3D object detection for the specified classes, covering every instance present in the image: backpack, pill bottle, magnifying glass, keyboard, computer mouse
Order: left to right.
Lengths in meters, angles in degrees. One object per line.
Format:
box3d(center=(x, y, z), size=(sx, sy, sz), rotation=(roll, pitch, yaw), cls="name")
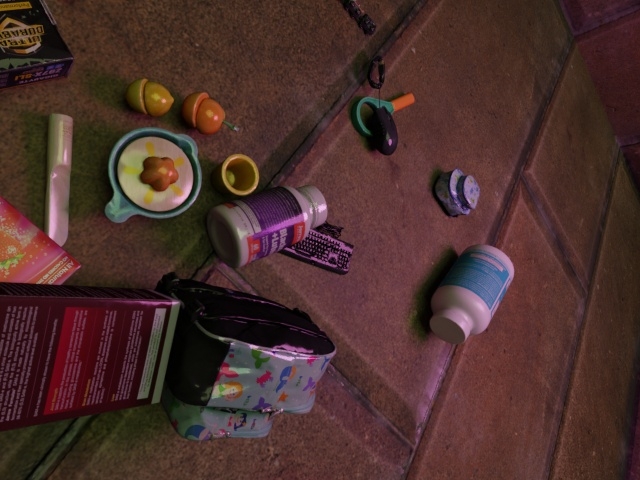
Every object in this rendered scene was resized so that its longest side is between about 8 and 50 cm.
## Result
box3d(center=(-0.114, 0.167, 0.631), size=(0.254, 0.225, 0.190), rotation=(12, 98, -41), cls="backpack")
box3d(center=(-0.086, -0.034, 0.744), size=(0.194, 0.108, 0.108), rotation=(-24, 99, -35), cls="pill bottle")
box3d(center=(0.000, 0.000, 0.866), size=(0.192, 0.038, 0.100), rotation=(21, 70, -37), cls="keyboard")
box3d(center=(0.150, -0.318, 1.003), size=(0.071, 0.041, 0.241), rotation=(-3, 86, -38), cls="computer mouse")
box3d(center=(0.158, -0.319, 1.049), size=(0.231, 0.026, 0.092), rotation=(-34, 106, -38), cls="magnifying glass")
box3d(center=(0.373, -0.135, 1.164), size=(0.114, 0.084, 0.105), rotation=(44, 57, -24), cls="backpack")
box3d(center=(0.376, 0.137, 1.088), size=(0.264, 0.146, 0.146), rotation=(-44, 111, -35), cls="pill bottle")

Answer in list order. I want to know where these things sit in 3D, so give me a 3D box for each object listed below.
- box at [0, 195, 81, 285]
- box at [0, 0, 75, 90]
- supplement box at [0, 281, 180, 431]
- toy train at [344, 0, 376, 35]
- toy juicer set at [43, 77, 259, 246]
box3d(center=(-0.409, 0.077, 0.454), size=(0.128, 0.123, 0.256), rotation=(51, 58, -23), cls="box")
box3d(center=(-0.497, -0.278, 0.465), size=(0.322, 0.079, 0.256), rotation=(-35, 108, -37), cls="box")
box3d(center=(-0.278, 0.114, 0.445), size=(0.240, 0.073, 0.130), rotation=(14, 88, -52), cls="supplement box")
box3d(center=(0.078, -0.553, 1.013), size=(0.158, 0.027, 0.036), rotation=(38, 58, -30), cls="toy train")
box3d(center=(-0.255, -0.133, 0.631), size=(0.329, 0.090, 0.209), rotation=(-23, 103, -36), cls="toy juicer set")
